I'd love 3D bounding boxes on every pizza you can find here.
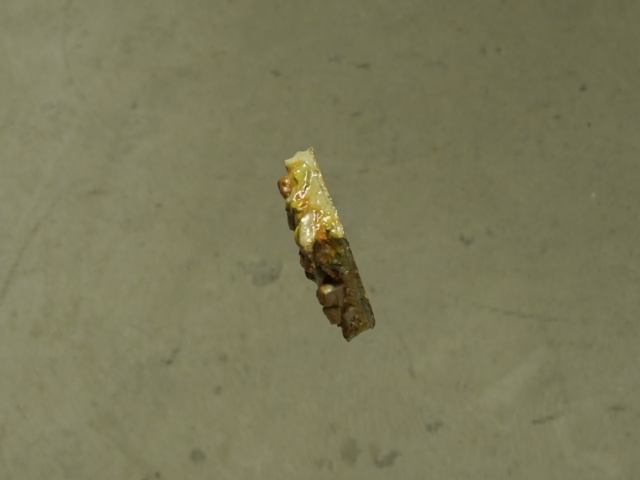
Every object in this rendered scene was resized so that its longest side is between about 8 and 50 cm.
[{"bbox_3d":[0.000,0.000,1.081,0.046,0.134,0.175,-20,78,1],"label":"pizza"}]
